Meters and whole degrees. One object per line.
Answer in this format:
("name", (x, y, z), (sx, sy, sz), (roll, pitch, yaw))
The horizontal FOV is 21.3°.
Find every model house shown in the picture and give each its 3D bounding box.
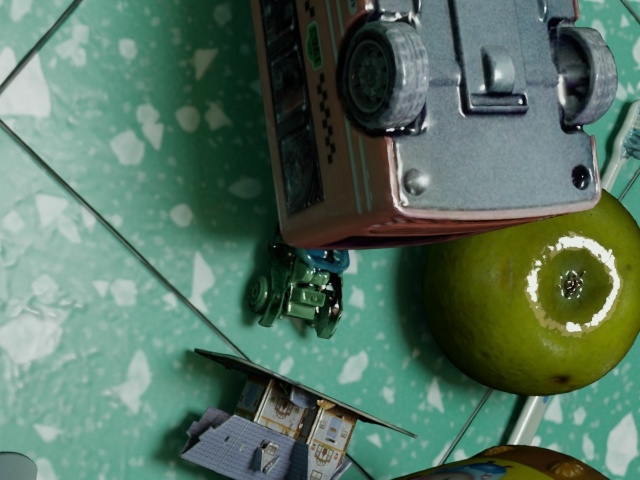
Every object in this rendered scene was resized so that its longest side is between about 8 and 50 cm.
("model house", (-0.028, 0.155, 1.320), (0.167, 0.117, 0.088), (27, 80, -32))

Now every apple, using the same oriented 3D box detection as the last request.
("apple", (0.183, 0.037, 1.414), (0.196, 0.157, 0.196), (0, 89, -15))

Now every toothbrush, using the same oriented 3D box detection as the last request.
("toothbrush", (0.224, 0.047, 1.524), (0.040, 0.040, 0.386), (30, 79, -28))

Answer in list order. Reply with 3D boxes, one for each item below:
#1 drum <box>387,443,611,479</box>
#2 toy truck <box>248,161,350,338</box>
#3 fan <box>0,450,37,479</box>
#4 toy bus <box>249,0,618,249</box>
("drum", (0.107, 0.367, 1.224), (0.214, 0.431, 0.431), (-11, 96, -30))
("toy truck", (0.000, -0.001, 1.355), (0.080, 0.078, 0.154), (14, 84, -30))
("fan", (-0.234, 0.296, 1.245), (0.057, 0.023, 0.282), (1, 90, -40))
("toy bus", (0.060, -0.210, 1.259), (0.203, 0.233, 0.427), (-2, 81, -32))
